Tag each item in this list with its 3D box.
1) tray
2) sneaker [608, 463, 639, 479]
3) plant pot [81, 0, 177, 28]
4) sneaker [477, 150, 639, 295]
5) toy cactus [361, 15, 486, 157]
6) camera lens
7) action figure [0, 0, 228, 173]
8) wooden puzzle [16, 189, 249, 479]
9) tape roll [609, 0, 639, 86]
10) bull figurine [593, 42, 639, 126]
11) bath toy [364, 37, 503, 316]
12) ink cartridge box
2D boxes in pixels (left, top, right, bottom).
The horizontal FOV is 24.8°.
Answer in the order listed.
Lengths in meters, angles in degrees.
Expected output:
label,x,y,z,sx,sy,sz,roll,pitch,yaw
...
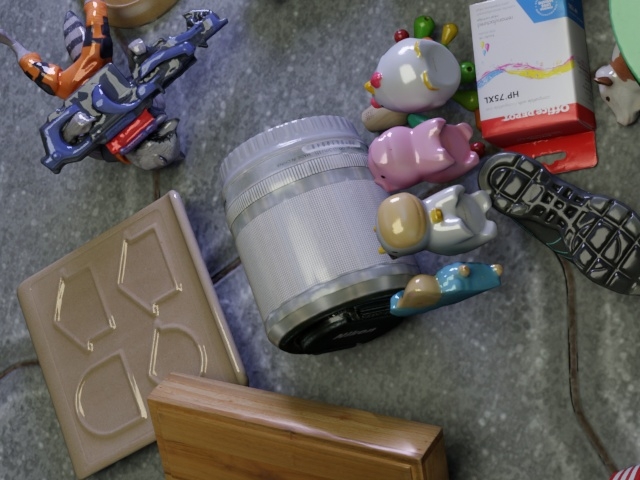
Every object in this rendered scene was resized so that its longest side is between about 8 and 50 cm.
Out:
label,x,y,z,sx,sy,sz,roll,pitch,yaw
tray,-0.029,0.310,1.932,0.411,0.076,0.203,8,124,28
sneaker,0.399,0.379,1.765,0.128,0.087,0.221,-17,63,33
plant pot,-0.297,-0.448,2.267,0.236,0.032,0.236,-5,80,28
sneaker,0.324,-0.024,1.845,0.267,0.106,0.101,39,94,18
toy cactus,0.132,-0.192,1.976,0.180,0.112,0.219,-24,81,33
camera lens,0.000,0.000,1.939,0.219,0.219,0.274,-27,71,22
action figure,-0.294,-0.255,2.186,0.341,0.178,0.330,-33,80,1
wooden puzzle,-0.272,0.142,2.147,0.348,0.080,0.322,-31,69,25
tape roll,0.502,-0.282,1.699,0.321,0.077,0.321,-2,84,18
bull figurine,0.475,-0.265,1.800,0.188,0.101,0.310,32,100,24
bath toy,0.120,-0.085,1.828,0.129,0.151,0.348,-28,62,44
ink cartridge box,0.279,-0.204,1.904,0.134,0.078,0.231,-10,78,26
